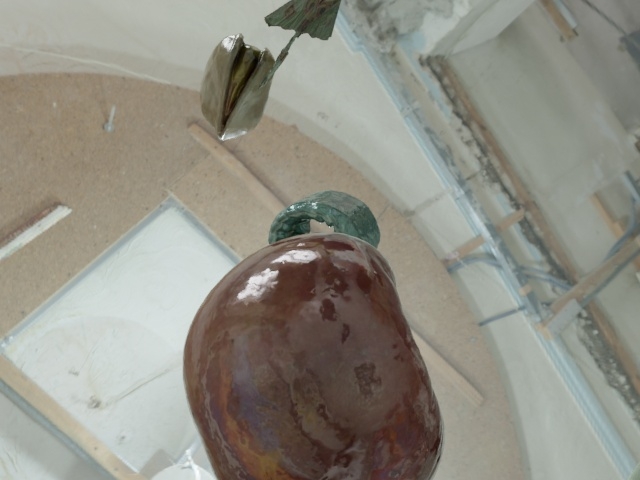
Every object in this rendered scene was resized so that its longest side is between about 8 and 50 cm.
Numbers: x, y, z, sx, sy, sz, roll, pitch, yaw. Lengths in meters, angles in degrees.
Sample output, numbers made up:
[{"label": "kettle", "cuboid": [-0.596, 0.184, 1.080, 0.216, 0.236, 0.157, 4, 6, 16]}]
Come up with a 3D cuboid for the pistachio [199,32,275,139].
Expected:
[{"label": "pistachio", "cuboid": [-0.209, -0.359, 1.361, 0.166, 0.288, 0.197, 20, -122, -6]}]

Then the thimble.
[{"label": "thimble", "cuboid": [0.000, 0.000, 1.217, 0.143, 0.235, 0.199, -31, -69, -58]}]

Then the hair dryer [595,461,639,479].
[{"label": "hair dryer", "cuboid": [0.539, 0.378, 0.854, 0.075, 0.206, 0.237, -3, -68, -55]}]

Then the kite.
[{"label": "kite", "cuboid": [-0.036, -0.345, 0.928, 0.012, 0.250, 0.229, 49, -150, 11]}]

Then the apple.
[{"label": "apple", "cuboid": [-0.009, 0.145, 0.588, 0.234, 0.306, 0.306, -17, -104, 4]}]
